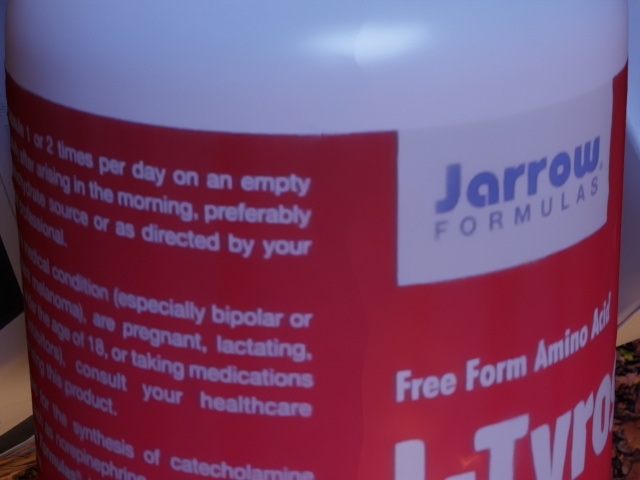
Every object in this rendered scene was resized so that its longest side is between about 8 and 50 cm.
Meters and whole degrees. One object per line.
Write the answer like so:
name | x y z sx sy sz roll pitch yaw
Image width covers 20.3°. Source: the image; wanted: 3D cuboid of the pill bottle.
pill bottle | 0.000 0.000 0.680 0.229 0.408 0.229 -1 -160 0

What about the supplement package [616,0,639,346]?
supplement package | 0.184 -0.116 0.978 0.177 0.293 0.175 -19 165 -17

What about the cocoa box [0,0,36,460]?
cocoa box | -0.153 -0.023 0.972 0.228 0.231 0.347 -14 168 -38
